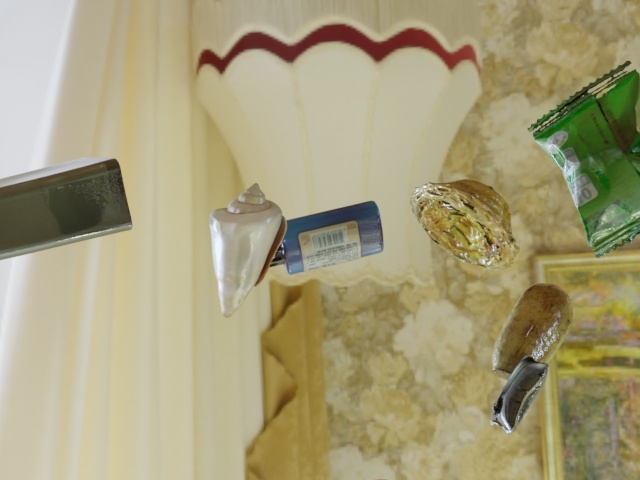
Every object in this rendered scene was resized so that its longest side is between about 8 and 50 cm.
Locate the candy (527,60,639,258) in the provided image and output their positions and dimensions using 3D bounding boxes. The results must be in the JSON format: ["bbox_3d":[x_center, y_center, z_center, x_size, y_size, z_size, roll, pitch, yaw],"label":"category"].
[{"bbox_3d":[0.344,-0.100,0.932,0.141,0.203,0.078,-26,152,13],"label":"candy"}]

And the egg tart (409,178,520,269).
[{"bbox_3d":[0.152,-0.023,0.816,0.129,0.049,0.129,31,158,14],"label":"egg tart"}]

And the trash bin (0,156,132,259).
[{"bbox_3d":[-0.446,-0.049,1.254,0.240,0.122,0.164,-19,-164,-36],"label":"trash bin"}]

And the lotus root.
[{"bbox_3d":[0.398,0.165,1.464,0.258,0.110,0.097,-49,165,-37],"label":"lotus root"}]

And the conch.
[{"bbox_3d":[-0.090,0.012,1.013,0.094,0.176,0.104,-3,-165,4],"label":"conch"}]

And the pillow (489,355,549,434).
[{"bbox_3d":[0.329,0.255,1.311,0.055,0.135,0.091,32,176,18],"label":"pillow"}]

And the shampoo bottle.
[{"bbox_3d":[0.000,0.000,1.169,0.183,0.087,0.050,-14,-151,-8],"label":"shampoo bottle"}]

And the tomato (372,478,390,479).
[{"bbox_3d":[0.130,0.562,1.541,0.136,0.195,0.195,-28,-175,-17],"label":"tomato"}]
